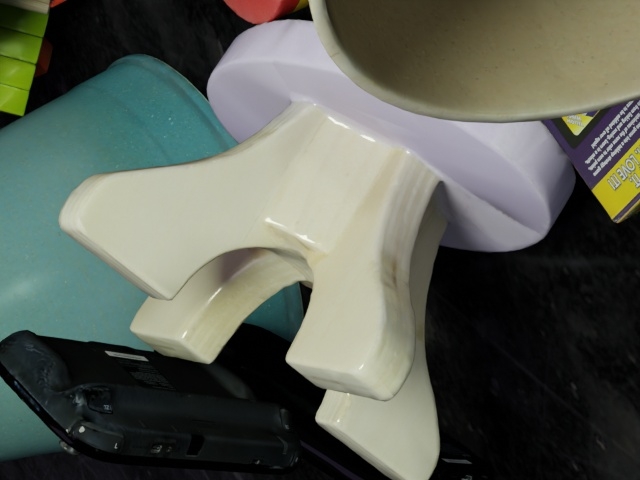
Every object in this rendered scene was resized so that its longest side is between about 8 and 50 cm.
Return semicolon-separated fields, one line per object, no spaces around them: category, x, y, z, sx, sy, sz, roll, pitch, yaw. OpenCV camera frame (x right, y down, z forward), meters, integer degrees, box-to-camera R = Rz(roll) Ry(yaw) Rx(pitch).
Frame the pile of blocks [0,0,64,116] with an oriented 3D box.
pile of blocks;-0.225;-0.173;1.365;0.362;0.112;0.149;122;160;-64

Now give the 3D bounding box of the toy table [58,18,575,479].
toy table;0.000;0.000;0.992;0.252;0.161;0.274;36;165;-14

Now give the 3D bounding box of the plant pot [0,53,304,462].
plant pot;-0.192;0.037;1.358;0.271;0.255;0.272;43;148;35

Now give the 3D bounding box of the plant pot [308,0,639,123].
plant pot;0.074;-0.226;0.641;0.256;0.256;0.274;109;145;-57

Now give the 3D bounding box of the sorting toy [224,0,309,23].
sorting toy;-0.020;-0.238;0.951;0.255;0.089;0.257;61;155;3

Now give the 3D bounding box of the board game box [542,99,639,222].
board game box;0.140;-0.106;0.823;0.141;0.048;0.170;55;154;11

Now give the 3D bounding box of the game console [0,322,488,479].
game console;-0.058;0.098;1.124;0.213;0.361;0.044;30;99;35
